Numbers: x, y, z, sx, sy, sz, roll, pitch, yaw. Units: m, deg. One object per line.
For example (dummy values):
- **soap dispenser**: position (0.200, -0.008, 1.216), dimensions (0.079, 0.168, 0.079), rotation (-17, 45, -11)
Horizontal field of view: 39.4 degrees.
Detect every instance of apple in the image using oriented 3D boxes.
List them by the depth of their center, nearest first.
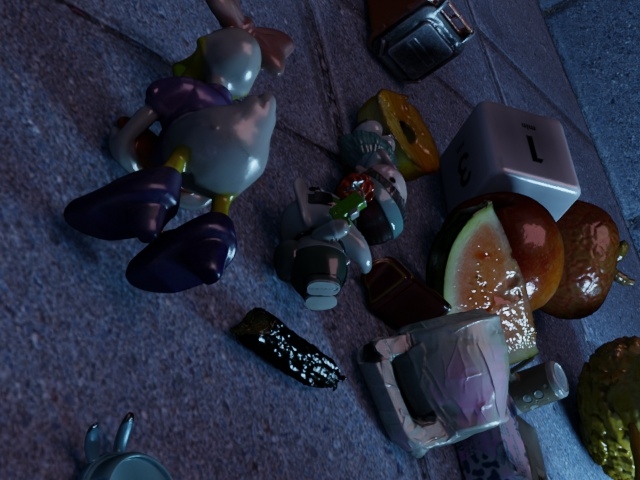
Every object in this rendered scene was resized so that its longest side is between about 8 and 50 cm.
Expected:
- **apple**: position (0.319, 0.022, 1.578), dimensions (0.218, 0.218, 0.201), rotation (-40, 127, -62)

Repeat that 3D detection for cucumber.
- **cucumber**: position (-0.035, 0.132, 1.046), dimensions (0.181, 0.053, 0.053), rotation (41, 34, -40)

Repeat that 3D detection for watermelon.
- **watermelon**: position (0.237, 0.091, 1.475), dimensions (0.159, 0.128, 0.304), rotation (-33, 115, -20)

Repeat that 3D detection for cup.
- **cup**: position (0.382, 0.250, 1.608), dimensions (0.102, 0.099, 0.074), rotation (61, 27, -4)

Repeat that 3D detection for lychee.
- **lychee**: position (0.523, 0.042, 1.876), dimensions (0.255, 0.299, 0.255), rotation (11, 90, -84)

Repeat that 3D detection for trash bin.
- **trash bin**: position (0.193, -0.464, 1.835), dimensions (0.161, 0.184, 0.239), rotation (38, 31, -40)

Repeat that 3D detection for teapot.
- **teapot**: position (0.177, 0.194, 1.238), dimensions (0.221, 0.163, 0.178), rotation (3, 71, -60)

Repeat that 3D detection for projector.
- **projector**: position (0.309, 0.355, 1.431), dimensions (0.115, 0.061, 0.147), rotation (38, 36, -38)

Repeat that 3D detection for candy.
- **candy**: position (0.254, 0.300, 1.351), dimensions (0.073, 0.092, 0.160), rotation (26, 43, -47)

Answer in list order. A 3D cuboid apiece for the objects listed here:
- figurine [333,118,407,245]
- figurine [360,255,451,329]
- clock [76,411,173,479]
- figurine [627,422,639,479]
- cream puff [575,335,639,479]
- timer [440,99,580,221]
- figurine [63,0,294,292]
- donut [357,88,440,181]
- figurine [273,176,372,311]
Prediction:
- **figurine**: position (0.072, -0.098, 1.376), dimensions (0.138, 0.110, 0.246), rotation (45, 27, -28)
- **figurine**: position (0.117, 0.067, 1.345), dimensions (0.154, 0.082, 0.098), rotation (38, 23, -39)
- **clock**: position (-0.162, 0.221, 0.748), dimensions (0.108, 0.045, 0.147), rotation (2, 64, -61)
- **figurine**: position (0.480, 0.506, 1.379), dimensions (0.387, 0.268, 0.401), rotation (8, 69, -74)
- **cream puff**: position (0.642, 0.361, 1.820), dimensions (0.343, 0.231, 0.327), rotation (3, 68, -67)
- **timer**: position (0.362, -0.126, 1.743), dimensions (0.194, 0.192, 0.195), rotation (12, 49, -18)
- **figurine**: position (-0.125, -0.132, 0.965), dimensions (0.154, 0.193, 0.421), rotation (42, 29, -29)
- **donut**: position (0.132, -0.179, 1.576), dimensions (0.174, 0.074, 0.190), rotation (64, 26, 3)
- **figurine**: position (0.000, 0.000, 1.156), dimensions (0.147, 0.126, 0.192), rotation (86, -3, -46)
